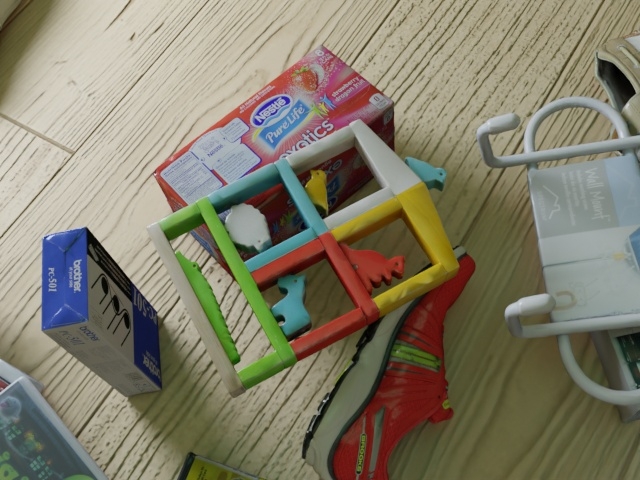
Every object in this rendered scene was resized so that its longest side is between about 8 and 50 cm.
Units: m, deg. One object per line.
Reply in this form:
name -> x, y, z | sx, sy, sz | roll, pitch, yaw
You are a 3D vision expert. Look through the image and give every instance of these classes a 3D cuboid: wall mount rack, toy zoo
wall mount rack -> 0.318, -0.032, 0.702 | 0.304, 0.130, 0.350 | -9, 64, 14
toy zoo -> 0.000, 0.000, 0.727 | 0.293, 0.030, 0.192 | -27, 69, -9

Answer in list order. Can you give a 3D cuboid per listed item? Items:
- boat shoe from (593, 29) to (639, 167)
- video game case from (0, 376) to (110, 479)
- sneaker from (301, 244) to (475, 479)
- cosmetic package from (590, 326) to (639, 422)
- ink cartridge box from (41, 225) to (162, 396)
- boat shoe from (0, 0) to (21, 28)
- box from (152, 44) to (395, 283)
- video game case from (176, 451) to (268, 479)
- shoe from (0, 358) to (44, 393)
boat shoe -> 0.386, -0.120, 0.839 | 0.103, 0.113, 0.302 | -3, 52, 7
video game case -> -0.306, 0.262, 0.724 | 0.173, 0.022, 0.190 | -40, 84, -14
sneaker -> 0.092, 0.133, 0.754 | 0.118, 0.107, 0.279 | 34, 73, 2
cosmetic package -> 0.330, 0.060, 0.771 | 0.099, 0.060, 0.239 | -11, 62, -1
ink cartridge box -> -0.213, 0.080, 0.737 | 0.046, 0.207, 0.097 | -11, 62, 1
boat shoe -> -0.499, -0.349, 1.051 | 0.091, 0.109, 0.305 | 9, 67, 5
box -> -0.045, -0.088, 0.854 | 0.257, 0.122, 0.128 | -40, 67, -14
video game case -> -0.062, 0.366, 0.668 | 0.248, 0.035, 0.274 | 16, 66, 14
shoe -> -0.389, 0.158, 0.800 | 0.178, 0.063, 0.081 | 18, 67, 21
